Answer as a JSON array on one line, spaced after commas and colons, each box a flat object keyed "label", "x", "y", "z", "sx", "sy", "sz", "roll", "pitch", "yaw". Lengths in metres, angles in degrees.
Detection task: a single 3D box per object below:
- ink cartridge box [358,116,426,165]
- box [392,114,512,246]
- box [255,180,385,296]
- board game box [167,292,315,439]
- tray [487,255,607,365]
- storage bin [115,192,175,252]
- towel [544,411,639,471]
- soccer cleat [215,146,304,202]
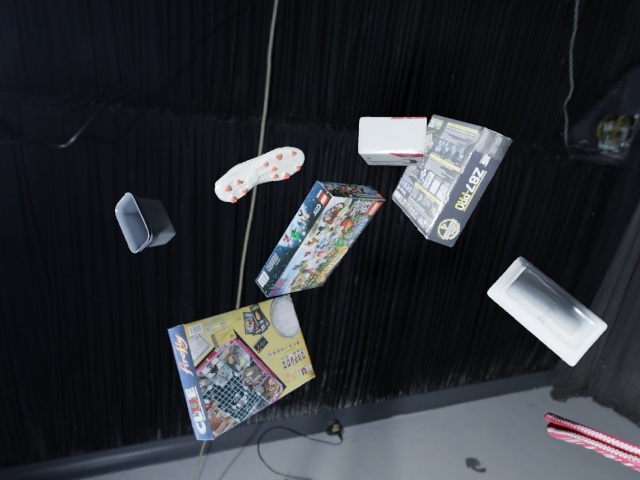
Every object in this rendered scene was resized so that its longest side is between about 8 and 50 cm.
[{"label": "ink cartridge box", "x": 0.120, "y": -0.158, "z": 0.654, "sx": 0.100, "sy": 0.056, "sz": 0.135, "roll": 4, "pitch": 4, "yaw": 13}, {"label": "box", "x": 0.364, "y": -0.200, "z": 1.206, "sx": 0.097, "sy": 0.317, "sz": 0.394, "roll": 18, "pitch": 19, "yaw": -11}, {"label": "box", "x": 0.000, "y": 0.000, "z": 0.732, "sx": 0.159, "sy": 0.233, "sz": 0.044, "roll": -4, "pitch": 46, "yaw": -49}, {"label": "board game box", "x": -0.117, "y": 0.192, "z": 0.662, "sx": 0.042, "sy": 0.164, "sz": 0.243, "roll": -23, "pitch": -9, "yaw": 34}, {"label": "tray", "x": 0.586, "y": 0.176, "z": 1.030, "sx": 0.270, "sy": 0.145, "sz": 0.030, "roll": 43, "pitch": -5, "yaw": 13}, {"label": "storage bin", "x": -0.429, "y": -0.041, "z": 0.987, "sx": 0.091, "sy": 0.098, "sz": 0.135, "roll": -6, "pitch": 63, "yaw": -57}, {"label": "towel", "x": 0.433, "y": 0.283, "z": 0.450, "sx": 0.275, "sy": 0.031, "sz": 0.199, "roll": 25, "pitch": -12, "yaw": -5}, {"label": "soccer cleat", "x": -0.128, "y": -0.145, "z": 0.823, "sx": 0.197, "sy": 0.068, "sz": 0.076, "roll": -29, "pitch": 39, "yaw": -12}]
